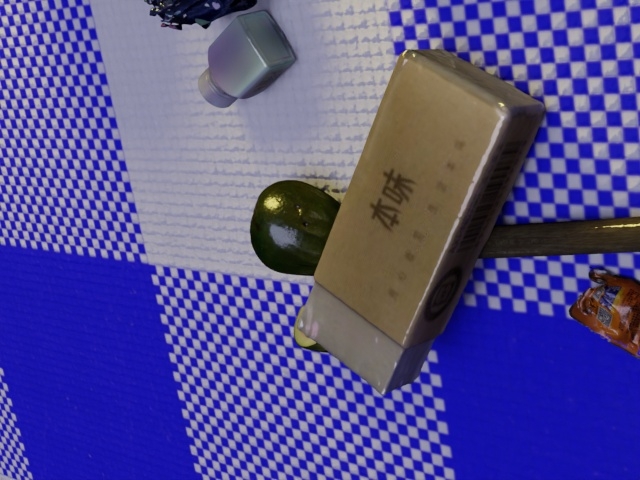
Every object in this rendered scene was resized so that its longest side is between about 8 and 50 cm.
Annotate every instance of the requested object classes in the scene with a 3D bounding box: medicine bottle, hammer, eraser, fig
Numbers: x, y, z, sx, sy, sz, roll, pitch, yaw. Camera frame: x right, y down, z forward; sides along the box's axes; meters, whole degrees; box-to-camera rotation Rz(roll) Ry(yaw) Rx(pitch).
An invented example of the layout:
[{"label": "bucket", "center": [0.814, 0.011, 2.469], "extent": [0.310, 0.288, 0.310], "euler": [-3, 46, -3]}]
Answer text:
[{"label": "medicine bottle", "center": [-0.093, -0.206, 1.212], "extent": [0.118, 0.055, 0.074], "euler": [-37, 84, 44]}, {"label": "hammer", "center": [0.254, -0.006, 0.994], "extent": [0.365, 0.043, 0.111], "euler": [-4, 95, 46]}, {"label": "eraser", "center": [0.093, -0.017, 1.072], "extent": [0.144, 0.078, 0.343], "euler": [35, 118, 28]}, {"label": "fig", "center": [0.000, 0.000, 1.198], "extent": [0.177, 0.117, 0.117], "euler": [25, 125, 19]}]

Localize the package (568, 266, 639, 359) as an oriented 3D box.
[{"label": "package", "center": [0.299, 0.068, 0.995], "extent": [0.110, 0.033, 0.077], "euler": [26, 90, 28]}]

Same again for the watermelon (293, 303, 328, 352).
[{"label": "watermelon", "center": [0.032, 0.102, 1.253], "extent": [0.069, 0.087, 0.163], "euler": [32, 143, -22]}]

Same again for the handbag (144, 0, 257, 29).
[{"label": "handbag", "center": [-0.159, -0.370, 1.159], "extent": [0.162, 0.113, 0.260], "euler": [-24, 85, 39]}]
